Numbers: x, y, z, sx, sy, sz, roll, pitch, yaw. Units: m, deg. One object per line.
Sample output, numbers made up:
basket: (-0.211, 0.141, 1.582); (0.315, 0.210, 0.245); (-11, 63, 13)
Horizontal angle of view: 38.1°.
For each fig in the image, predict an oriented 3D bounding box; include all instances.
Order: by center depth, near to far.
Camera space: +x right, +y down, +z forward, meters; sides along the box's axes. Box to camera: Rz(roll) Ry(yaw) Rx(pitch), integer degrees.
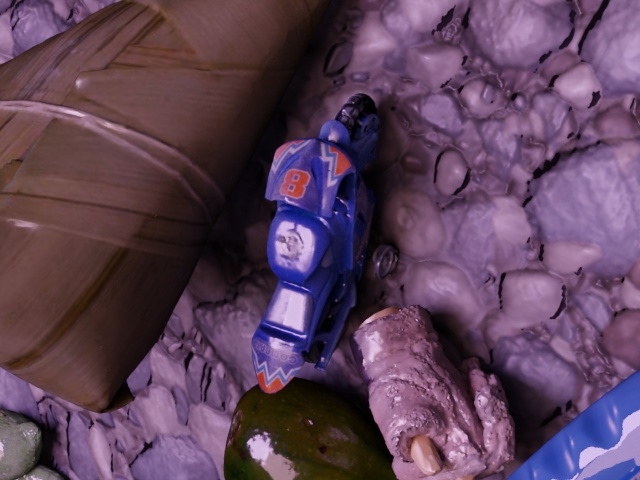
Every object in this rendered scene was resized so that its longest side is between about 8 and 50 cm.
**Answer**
fig: (0.011, 0.172, 0.690); (0.178, 0.117, 0.117); (21, 111, 14)

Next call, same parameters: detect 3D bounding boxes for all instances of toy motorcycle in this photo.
toy motorcycle: (0.000, 0.000, 0.646); (0.076, 0.114, 0.205); (18, 109, 25)

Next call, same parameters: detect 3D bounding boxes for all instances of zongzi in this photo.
zongzi: (-0.198, -0.112, 0.744); (0.447, 0.181, 0.418); (27, 80, 49)

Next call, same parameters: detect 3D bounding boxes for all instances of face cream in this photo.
face cream: (0.175, 0.185, 0.581); (0.149, 0.083, 0.264); (31, 116, -19)

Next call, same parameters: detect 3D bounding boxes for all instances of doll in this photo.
doll: (-0.303, 0.238, 0.904); (0.115, 0.077, 0.150); (5, 112, 30)

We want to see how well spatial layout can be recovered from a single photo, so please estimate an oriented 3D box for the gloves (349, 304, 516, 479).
gloves: (0.077, 0.112, 0.637); (0.094, 0.110, 0.144); (-27, 86, -10)
